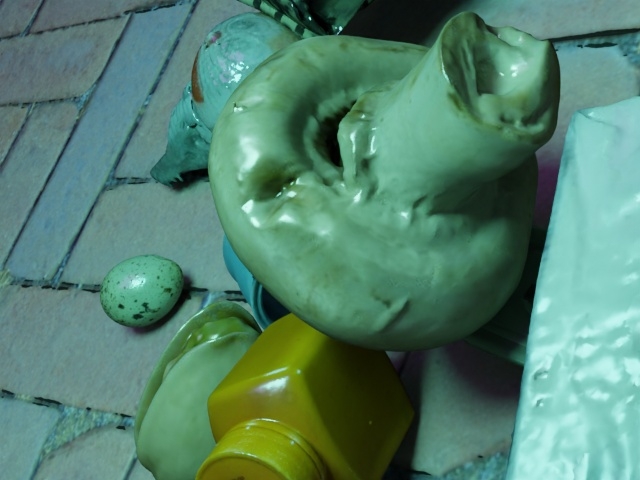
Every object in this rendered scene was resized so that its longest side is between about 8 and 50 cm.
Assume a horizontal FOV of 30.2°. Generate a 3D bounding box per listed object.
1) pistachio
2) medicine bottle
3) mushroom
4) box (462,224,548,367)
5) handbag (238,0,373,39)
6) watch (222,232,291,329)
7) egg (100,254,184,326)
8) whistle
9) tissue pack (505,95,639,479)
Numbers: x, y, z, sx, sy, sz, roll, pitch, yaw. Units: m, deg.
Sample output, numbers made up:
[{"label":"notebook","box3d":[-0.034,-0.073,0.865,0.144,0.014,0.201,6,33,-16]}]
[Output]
[{"label":"pistachio","box3d":[-0.110,0.170,1.191,0.144,0.144,0.215,48,124,51]},{"label":"medicine bottle","box3d":[-0.018,0.167,1.049,0.112,0.149,0.222,-23,14,31]},{"label":"mushroom","box3d":[0.060,-0.073,0.945,0.290,0.292,0.292,119,164,-57]},{"label":"box","box3d":[0.218,0.070,1.008,0.172,0.093,0.124,22,77,51]},{"label":"handbag","box3d":[0.051,-0.366,1.386,0.325,0.162,0.327,-24,36,-16]},{"label":"watch","box3d":[0.000,0.000,1.198,0.193,0.211,0.211,-30,40,-3]},{"label":"egg","box3d":[-0.216,0.059,1.443,0.110,0.085,0.085,-34,42,16]},{"label":"whistle","box3d":[-0.119,-0.169,1.478,0.348,0.189,0.189,-28,43,42]},{"label":"tissue pack","box3d":[0.255,0.137,0.678,0.124,0.394,0.288,-10,52,37]}]
